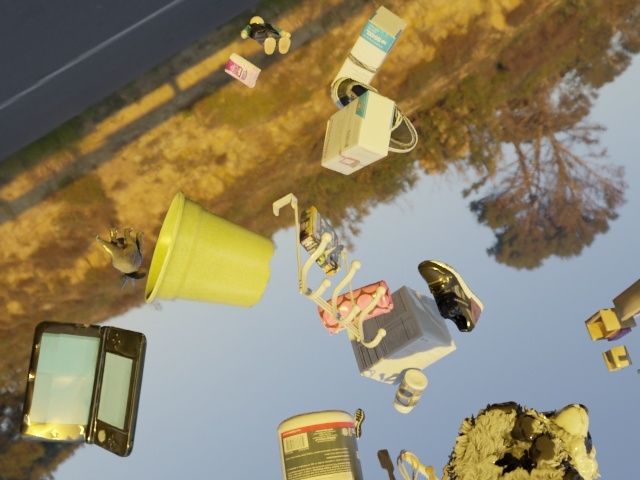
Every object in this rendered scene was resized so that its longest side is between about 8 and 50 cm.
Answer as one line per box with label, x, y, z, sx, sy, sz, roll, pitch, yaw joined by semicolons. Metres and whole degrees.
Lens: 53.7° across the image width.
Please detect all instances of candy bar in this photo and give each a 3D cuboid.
candy bar;0.300;0.669;1.821;0.018;0.161;0.040;-44;165;-31

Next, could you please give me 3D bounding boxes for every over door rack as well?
over door rack;0.029;0.049;1.374;0.108;0.239;0.324;-35;-140;12

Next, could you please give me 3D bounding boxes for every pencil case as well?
pencil case;0.103;0.190;1.787;0.209;0.098;0.095;-24;154;13

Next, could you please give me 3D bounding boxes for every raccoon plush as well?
raccoon plush;0.349;0.475;1.256;0.446;0.216;0.299;-36;148;15

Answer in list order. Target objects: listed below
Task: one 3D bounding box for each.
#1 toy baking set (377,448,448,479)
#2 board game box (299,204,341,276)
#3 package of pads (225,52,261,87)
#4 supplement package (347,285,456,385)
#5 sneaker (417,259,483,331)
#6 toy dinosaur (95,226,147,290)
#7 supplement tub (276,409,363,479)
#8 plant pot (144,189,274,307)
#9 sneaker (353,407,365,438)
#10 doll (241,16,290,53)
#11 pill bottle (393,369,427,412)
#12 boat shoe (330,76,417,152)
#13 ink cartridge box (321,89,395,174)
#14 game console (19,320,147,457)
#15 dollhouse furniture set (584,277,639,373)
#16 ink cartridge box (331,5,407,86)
toy baking set;0.235;0.591;1.458;0.196;0.256;0.030;-72;-173;-48
board game box;0.000;0.000;1.771;0.048;0.141;0.170;-33;-156;18
package of pads;-0.192;-0.422;1.565;0.032;0.083;0.050;-49;172;-51
supplement package;0.262;0.319;2.091;0.263;0.199;0.198;-38;-132;26
sneaker;0.419;0.185;2.061;0.107;0.283;0.124;-32;-159;49
toy dinosaur;-0.627;0.045;2.041;0.121;0.160;0.313;-12;164;-6
supplement tub;0.004;0.555;1.498;0.191;0.272;0.191;-8;156;-4
plant pot;-0.258;0.046;1.522;0.276;0.254;0.276;-163;-90;-71
sneaker;0.117;0.609;2.101;0.044;0.040;0.109;-37;-155;45
doll;-0.136;-0.523;1.603;0.129;0.046;0.189;-9;-143;-22
pill bottle;0.289;0.493;2.055;0.078;0.078;0.137;-46;159;-53
boat shoe;0.115;-0.231;1.200;0.077;0.219;0.070;-61;-147;0
ink cartridge box;0.055;-0.160;0.957;0.122;0.052;0.088;-16;-120;61
game console;-0.564;0.350;1.504;0.250;0.293;0.173;1;173;44
dollhouse furniture set;0.721;0.231;1.225;0.198;0.303;0.286;-6;152;-11
ink cartridge box;0.124;-0.477;1.624;0.203;0.086;0.148;-54;-176;37
